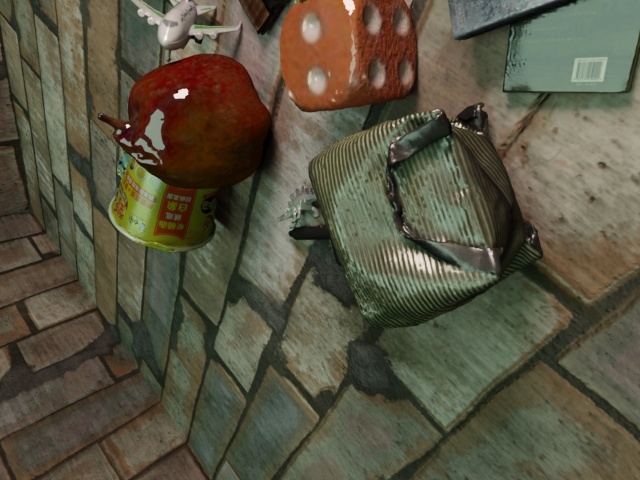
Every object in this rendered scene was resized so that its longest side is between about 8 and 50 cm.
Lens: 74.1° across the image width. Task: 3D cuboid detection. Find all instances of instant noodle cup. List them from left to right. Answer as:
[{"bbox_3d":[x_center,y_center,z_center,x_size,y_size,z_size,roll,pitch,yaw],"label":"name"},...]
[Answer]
[{"bbox_3d":[-0.411,-0.145,1.182,0.311,0.312,0.221,42,124,24],"label":"instant noodle cup"}]

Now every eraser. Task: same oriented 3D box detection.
[{"bbox_3d":[0.265,-0.335,0.536,0.213,0.046,0.091,0,108,46],"label":"eraser"}]

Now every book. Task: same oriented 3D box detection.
[{"bbox_3d":[0.328,-0.308,0.542,0.160,0.024,0.228,18,120,39],"label":"book"}]

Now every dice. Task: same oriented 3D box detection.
[{"bbox_3d":[0.046,-0.315,0.713,0.175,0.174,0.179,14,118,43],"label":"dice"}]

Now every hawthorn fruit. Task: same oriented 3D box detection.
[{"bbox_3d":[-0.273,-0.258,0.965,0.309,0.324,0.308,13,133,15],"label":"hawthorn fruit"}]

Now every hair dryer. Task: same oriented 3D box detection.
[{"bbox_3d":[-0.001,-0.002,0.988,0.248,0.071,0.114,-3,105,50],"label":"hair dryer"}]

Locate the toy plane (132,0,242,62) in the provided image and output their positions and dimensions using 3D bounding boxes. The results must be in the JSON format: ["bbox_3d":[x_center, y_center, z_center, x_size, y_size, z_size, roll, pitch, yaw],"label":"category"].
[{"bbox_3d":[-0.309,-0.476,0.936,0.101,0.252,0.255,116,161,-47],"label":"toy plane"}]

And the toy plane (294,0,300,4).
[{"bbox_3d":[-0.023,-0.450,0.825,0.083,0.033,0.080,50,137,27],"label":"toy plane"}]

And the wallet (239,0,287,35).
[{"bbox_3d":[-0.094,-0.541,0.847,0.230,0.042,0.124,-34,81,46],"label":"wallet"}]

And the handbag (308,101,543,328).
[{"bbox_3d":[0.166,-0.045,0.661,0.240,0.248,0.340,-24,84,47],"label":"handbag"}]

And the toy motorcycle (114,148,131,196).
[{"bbox_3d":[-0.650,-0.187,1.525,0.198,0.109,0.296,-39,81,45],"label":"toy motorcycle"}]

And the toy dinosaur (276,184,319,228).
[{"bbox_3d":[-0.032,-0.088,0.988,0.209,0.039,0.082,-19,74,39],"label":"toy dinosaur"}]
